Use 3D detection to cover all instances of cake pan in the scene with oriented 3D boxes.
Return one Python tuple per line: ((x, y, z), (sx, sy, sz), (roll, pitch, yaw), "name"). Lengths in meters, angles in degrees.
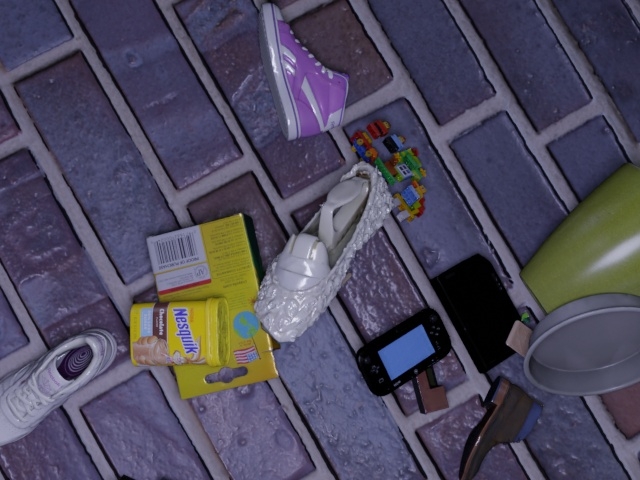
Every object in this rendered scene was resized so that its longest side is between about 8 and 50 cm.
((0.531, 0.201, 1.609), (0.293, 0.293, 0.054), (0, 47, -5), "cake pan")

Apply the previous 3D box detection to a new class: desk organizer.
((0.210, 0.275, 1.663), (0.050, 0.047, 0.130), (-13, 83, -10), "desk organizer")

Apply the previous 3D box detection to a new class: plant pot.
((0.552, 0.044, 1.642), (0.293, 0.275, 0.274), (-35, 86, 7), "plant pot")

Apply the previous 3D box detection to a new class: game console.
((0.234, 0.191, 1.640), (0.361, 0.044, 0.213), (-28, 88, -22), "game console")

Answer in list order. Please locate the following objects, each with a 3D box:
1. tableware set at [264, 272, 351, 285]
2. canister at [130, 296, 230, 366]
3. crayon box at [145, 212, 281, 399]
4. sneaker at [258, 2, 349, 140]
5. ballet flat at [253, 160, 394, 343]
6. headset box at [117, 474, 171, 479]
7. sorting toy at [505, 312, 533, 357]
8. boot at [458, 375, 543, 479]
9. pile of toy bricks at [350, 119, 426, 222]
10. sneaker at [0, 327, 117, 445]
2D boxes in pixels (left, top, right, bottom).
((-0.044, 0.095, 1.671), (0.128, 0.039, 0.194), (44, 75, 12), "tableware set")
((-0.258, 0.170, 1.534), (0.170, 0.073, 0.126), (-3, 85, 11), "canister")
((-0.200, 0.126, 1.605), (0.202, 0.081, 0.318), (-13, 83, 8), "crayon box")
((-0.030, -0.355, 1.712), (0.161, 0.102, 0.282), (-16, 94, -11), "sneaker")
((0.000, 0.000, 1.560), (0.147, 0.147, 0.409), (36, 58, 0), "ballet flat")
((-0.323, 0.586, 1.535), (0.218, 0.110, 0.293), (25, 80, -2), "headset box")
((0.408, 0.188, 1.677), (0.062, 0.012, 0.083), (34, 69, -13), "sorting toy")
((0.354, 0.387, 1.643), (0.106, 0.082, 0.219), (27, 78, 1), "boot")
((0.164, -0.155, 1.701), (0.105, 0.118, 0.212), (-25, 75, -37), "pile of toy bricks")
((-0.520, 0.265, 1.543), (0.305, 0.152, 0.114), (-40, 89, -8), "sneaker")
